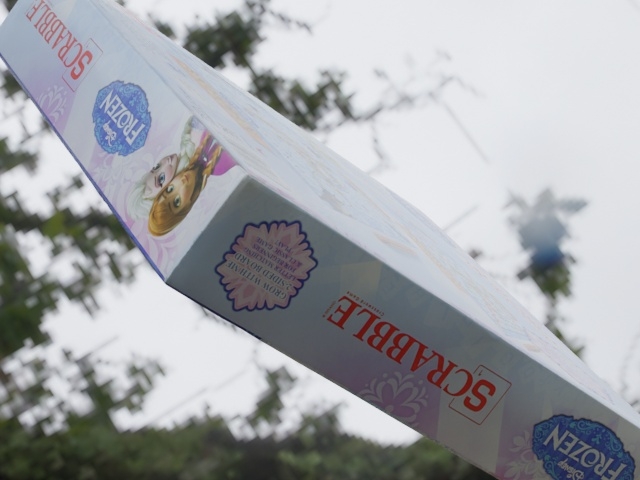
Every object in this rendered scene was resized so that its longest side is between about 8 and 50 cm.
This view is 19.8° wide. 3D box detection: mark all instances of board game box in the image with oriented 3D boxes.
[{"bbox_3d":[0.000,0.000,0.989,0.318,0.318,0.066,33,-82,-33],"label":"board game box"}]
